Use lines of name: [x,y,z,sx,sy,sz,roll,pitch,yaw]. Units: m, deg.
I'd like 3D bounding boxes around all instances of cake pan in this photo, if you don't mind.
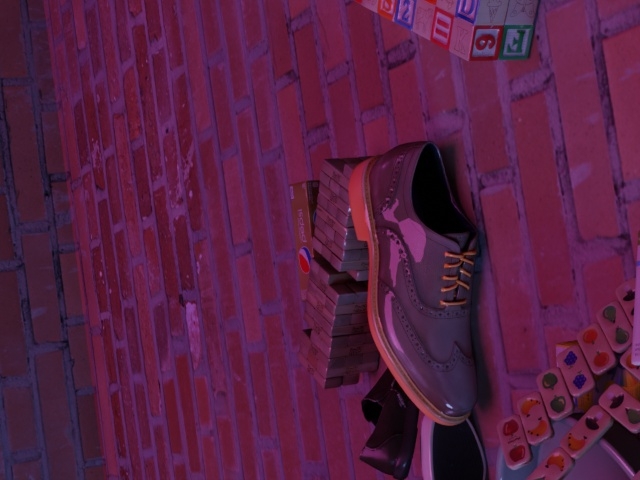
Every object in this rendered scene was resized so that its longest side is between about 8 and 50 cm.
cake pan: [0.300,0.314,1.369,0.293,0.054,0.293,39,139,46]

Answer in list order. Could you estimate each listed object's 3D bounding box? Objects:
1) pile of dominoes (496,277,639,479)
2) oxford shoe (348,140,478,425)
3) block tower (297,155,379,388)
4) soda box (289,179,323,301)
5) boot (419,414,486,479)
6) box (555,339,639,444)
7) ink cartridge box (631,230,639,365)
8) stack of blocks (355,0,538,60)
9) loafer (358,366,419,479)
pile of dominoes: [0.288,0.163,1.267,0.251,0.040,0.196,-48,42,2]
oxford shoe: [0.138,0.051,1.600,0.132,0.130,0.364,-26,77,47]
block tower: [0.042,0.039,1.806,0.097,0.090,0.336,42,130,51]
soda box: [0.000,0.000,1.906,0.058,0.061,0.181,-6,90,62]
boot: [0.145,0.334,1.683,0.176,0.088,0.244,-7,93,63]
box: [0.325,0.166,1.356,0.179,0.043,0.105,5,99,63]
ink cartridge box: [0.364,0.108,1.109,0.189,0.097,0.255,157,124,-65]
stack of blocks: [0.147,-0.342,1.539,0.297,0.087,0.171,40,129,52]
loafer: [0.094,0.208,1.671,0.080,0.078,0.220,98,-177,-47]
